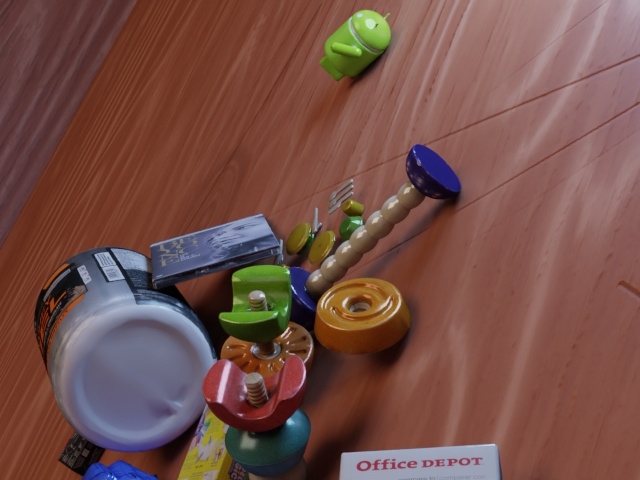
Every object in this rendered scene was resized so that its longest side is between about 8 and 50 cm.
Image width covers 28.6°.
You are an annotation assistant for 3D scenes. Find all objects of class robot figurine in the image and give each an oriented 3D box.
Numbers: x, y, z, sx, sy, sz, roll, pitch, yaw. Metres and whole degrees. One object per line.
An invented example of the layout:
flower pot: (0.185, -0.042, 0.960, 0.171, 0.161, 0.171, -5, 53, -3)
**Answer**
robot figurine: (0.051, -0.275, 1.754, 0.115, 0.067, 0.101, -39, 8, 35)

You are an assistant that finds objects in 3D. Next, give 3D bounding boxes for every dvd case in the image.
dvd case: (-0.144, 0.010, 1.658, 0.164, 0.018, 0.221, -16, 13, -5)

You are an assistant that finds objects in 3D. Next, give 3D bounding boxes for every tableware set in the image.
tableware set: (0.000, 0.000, 1.554, 0.154, 0.024, 0.104, -40, 31, 31)

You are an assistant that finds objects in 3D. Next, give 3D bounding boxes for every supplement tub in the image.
supplement tub: (-0.271, 0.129, 1.679, 0.207, 0.207, 0.338, -56, 22, 1)

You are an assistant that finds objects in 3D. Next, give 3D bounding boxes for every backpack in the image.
backpack: (-0.238, 0.322, 1.497, 0.120, 0.101, 0.098, 15, 80, 62)

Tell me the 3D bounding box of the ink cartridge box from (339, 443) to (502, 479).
ink cartridge box: (0.075, 0.242, 0.935, 0.127, 0.072, 0.175, -5, 41, 9)

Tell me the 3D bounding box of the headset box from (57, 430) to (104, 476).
headset box: (-0.346, 0.304, 1.819, 0.062, 0.032, 0.083, -61, 22, -13)

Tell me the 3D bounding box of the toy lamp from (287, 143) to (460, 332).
toy lamp: (0.036, 0.012, 1.392, 0.274, 0.080, 0.080, -46, 25, 24)

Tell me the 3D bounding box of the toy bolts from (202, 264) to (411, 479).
toy bolts: (-0.015, 0.156, 1.298, 0.218, 0.158, 0.228, 0, 35, 15)

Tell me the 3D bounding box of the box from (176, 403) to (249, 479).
box: (-0.110, 0.234, 1.433, 0.105, 0.043, 0.179, -23, 42, 53)
